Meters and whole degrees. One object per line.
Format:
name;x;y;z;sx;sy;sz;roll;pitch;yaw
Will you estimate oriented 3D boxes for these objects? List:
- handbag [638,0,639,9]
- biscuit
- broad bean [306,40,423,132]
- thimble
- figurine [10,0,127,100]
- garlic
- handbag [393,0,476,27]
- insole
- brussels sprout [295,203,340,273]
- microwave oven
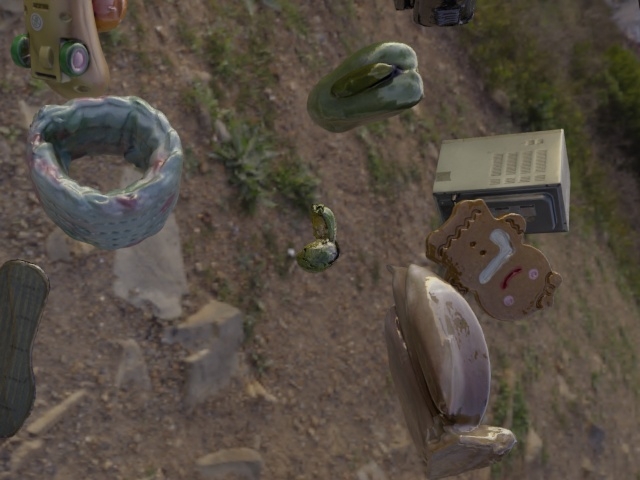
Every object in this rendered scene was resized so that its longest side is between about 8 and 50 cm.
handbag;0.565;-0.350;0.944;0.358;0.237;0.160;-48;171;-8
biscuit;0.300;0.044;1.430;0.249;0.035;0.184;44;93;-10
broad bean;0.065;-0.215;1.226;0.228;0.169;0.100;112;-33;-80
thimble;-0.294;-0.096;1.115;0.211;0.149;0.185;24;64;-3
figurine;-0.423;-0.402;1.454;0.222;0.124;0.324;-38;137;-58
garlic;0.171;0.191;1.181;0.279;0.132;0.325;97;-13;-49
handbag;0.097;-0.323;0.687;0.275;0.088;0.244;17;76;-79
insole;-0.507;0.184;1.348;0.009;0.119;0.348;-81;-169;-67
brussels sprout;0.001;-0.001;0.987;0.051;0.046;0.083;29;71;-41
microwave oven;0.358;-0.101;1.623;0.145;0.241;0.194;65;30;-44
